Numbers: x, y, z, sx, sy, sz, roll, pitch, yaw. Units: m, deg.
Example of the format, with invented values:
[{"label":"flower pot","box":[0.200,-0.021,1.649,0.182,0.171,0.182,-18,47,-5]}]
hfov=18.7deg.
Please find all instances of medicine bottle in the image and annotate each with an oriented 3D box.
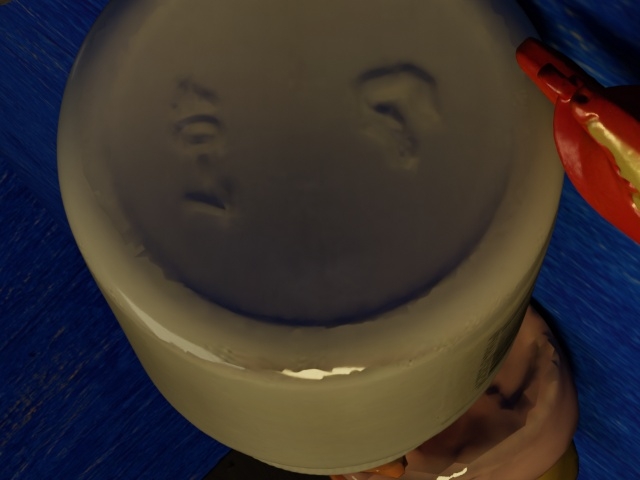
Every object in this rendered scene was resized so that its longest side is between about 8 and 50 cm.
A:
[{"label":"medicine bottle","box":[0.000,0.000,0.935,0.208,0.208,0.339,44,170,11]}]

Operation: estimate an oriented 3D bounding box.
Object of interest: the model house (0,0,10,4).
[{"label":"model house","box":[-0.306,-0.259,1.119,0.360,0.297,0.339,41,-160,24]}]

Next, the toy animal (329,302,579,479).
[{"label":"toy animal","box":[0.081,0.115,1.236,0.169,0.195,0.281,3,156,7]}]

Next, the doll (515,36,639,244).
[{"label":"doll","box":[0.147,-0.014,0.733,0.169,0.057,0.109,33,-170,-13]}]

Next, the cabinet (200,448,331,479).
[{"label":"cabinet","box":[0.046,0.198,1.522,0.175,0.215,0.148,51,170,-32]}]
